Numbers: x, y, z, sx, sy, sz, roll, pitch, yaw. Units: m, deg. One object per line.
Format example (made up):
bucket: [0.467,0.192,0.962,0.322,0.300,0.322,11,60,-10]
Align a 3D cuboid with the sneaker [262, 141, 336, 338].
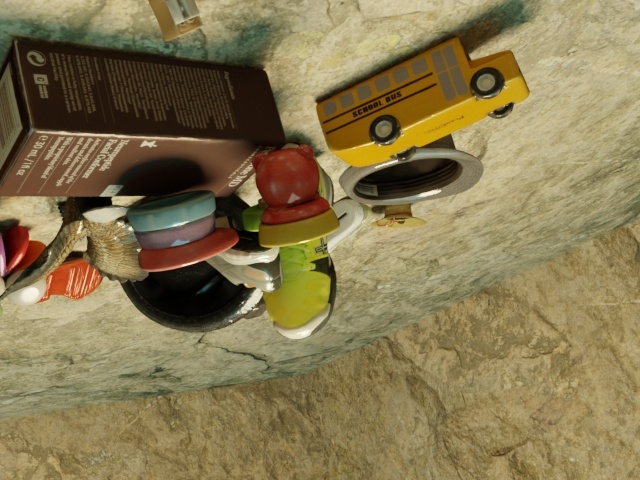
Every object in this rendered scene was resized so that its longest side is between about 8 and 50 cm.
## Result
sneaker: [-0.056,-0.005,1.395,0.145,0.385,0.147,-13,146,15]

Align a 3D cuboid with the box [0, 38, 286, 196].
box: [-0.263,-0.158,1.104,0.381,0.143,0.191,-5,159,-39]

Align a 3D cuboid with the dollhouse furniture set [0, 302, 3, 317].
dollhouse furniture set: [-0.749,0.129,1.630,0.151,0.076,0.058,-3,159,-34]

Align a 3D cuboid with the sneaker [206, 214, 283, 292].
sneaker: [-0.161,0.026,1.355,0.100,0.108,0.271,-28,-152,-29]

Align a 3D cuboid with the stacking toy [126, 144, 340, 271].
stacking toy: [-0.135,-0.065,1.186,0.308,0.130,0.279,-12,-168,3]

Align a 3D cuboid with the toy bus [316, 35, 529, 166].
toy bus: [0.169,-0.231,1.286,0.332,0.130,0.108,-23,161,19]

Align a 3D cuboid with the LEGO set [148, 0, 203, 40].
LEGO set: [-0.219,-0.306,0.700,0.107,0.132,0.287,-16,141,17]

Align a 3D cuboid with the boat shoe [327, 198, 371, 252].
boat shoe: [0.000,0.000,1.879,0.302,0.109,0.094,-31,160,30]

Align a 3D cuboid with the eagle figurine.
eagle figurine: [-0.400,-0.014,1.284,0.226,0.298,0.225,16,-156,1]

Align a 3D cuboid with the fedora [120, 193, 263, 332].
fedora: [-0.243,0.024,1.565,0.334,0.334,0.152,-22,-168,17]

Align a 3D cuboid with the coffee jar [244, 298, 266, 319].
coffee jar: [-0.186,0.096,1.863,0.079,0.184,0.096,-15,162,-4]

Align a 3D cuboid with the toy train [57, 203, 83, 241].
toy train: [-0.473,-0.034,1.472,0.036,0.027,0.158,-23,164,-18]

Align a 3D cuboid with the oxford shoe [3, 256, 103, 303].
oxford shoe: [-0.566,0.068,1.637,0.098,0.097,0.271,23,-171,21]

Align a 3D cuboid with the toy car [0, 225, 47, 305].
toy car: [-0.593,0.035,1.418,0.182,0.159,0.136,-2,123,-39]

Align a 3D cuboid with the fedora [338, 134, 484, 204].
fedora: [0.167,-0.165,1.492,0.275,0.124,0.244,-9,161,4]

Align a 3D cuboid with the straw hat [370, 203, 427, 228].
straw hat: [0.192,-0.071,1.909,0.144,0.061,0.144,0,169,0]
